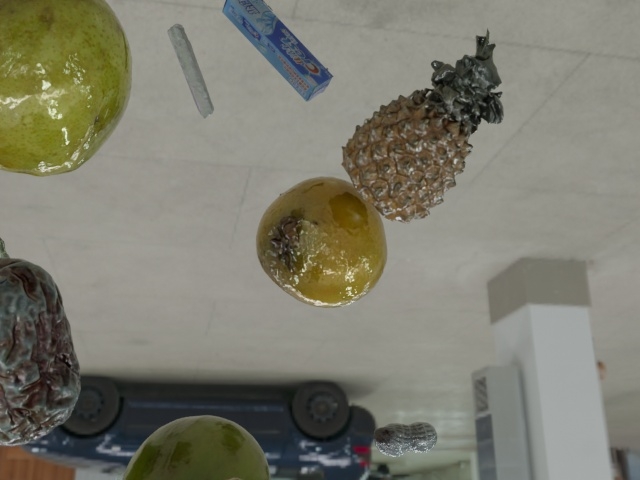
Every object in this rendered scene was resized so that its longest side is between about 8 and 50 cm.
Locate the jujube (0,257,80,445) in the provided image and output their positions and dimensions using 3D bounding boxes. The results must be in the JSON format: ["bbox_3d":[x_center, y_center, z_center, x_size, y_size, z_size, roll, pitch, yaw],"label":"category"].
[{"bbox_3d":[-0.518,0.182,1.258,0.226,0.226,0.316,-1,121,2],"label":"jujube"}]

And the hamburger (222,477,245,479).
[{"bbox_3d":[-0.137,0.426,0.869,0.195,0.276,0.318,-17,164,-12],"label":"hamburger"}]

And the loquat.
[{"bbox_3d":[0.000,0.000,1.555,0.275,0.274,0.275,-1,159,0],"label":"loquat"}]

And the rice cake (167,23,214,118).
[{"bbox_3d":[-0.350,-0.460,2.059,0.049,0.055,0.269,-13,121,9],"label":"rice cake"}]

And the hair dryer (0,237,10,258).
[{"bbox_3d":[-0.703,0.107,1.726,0.068,0.199,0.167,-16,137,-33],"label":"hair dryer"}]

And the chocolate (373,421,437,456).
[{"bbox_3d":[0.187,0.434,1.662,0.167,0.072,0.072,6,159,-36],"label":"chocolate"}]

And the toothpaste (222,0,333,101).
[{"bbox_3d":[-0.090,-0.414,1.591,0.066,0.272,0.053,-38,173,-35],"label":"toothpaste"}]

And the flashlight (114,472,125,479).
[{"bbox_3d":[-0.411,0.598,1.616,0.093,0.200,0.048,-26,151,34],"label":"flashlight"}]

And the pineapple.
[{"bbox_3d":[0.215,-0.210,1.377,0.223,0.223,0.357,22,120,-45],"label":"pineapple"}]

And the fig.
[{"bbox_3d":[-0.203,0.398,1.166,0.240,0.239,0.271,-8,-178,17],"label":"fig"}]

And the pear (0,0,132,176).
[{"bbox_3d":[-0.433,-0.265,1.169,0.304,0.303,0.304,-1,159,0],"label":"pear"}]
